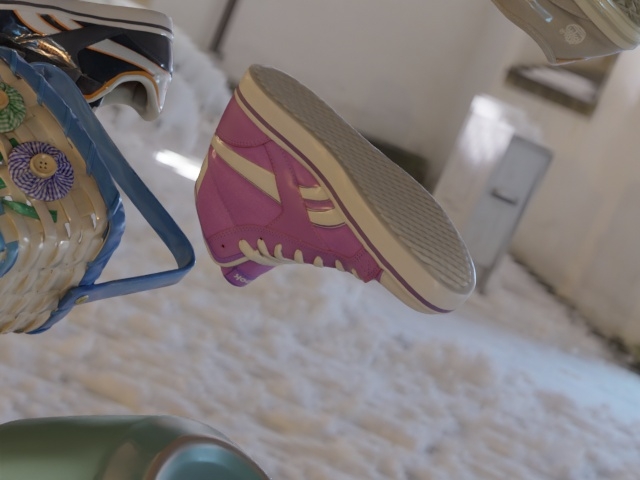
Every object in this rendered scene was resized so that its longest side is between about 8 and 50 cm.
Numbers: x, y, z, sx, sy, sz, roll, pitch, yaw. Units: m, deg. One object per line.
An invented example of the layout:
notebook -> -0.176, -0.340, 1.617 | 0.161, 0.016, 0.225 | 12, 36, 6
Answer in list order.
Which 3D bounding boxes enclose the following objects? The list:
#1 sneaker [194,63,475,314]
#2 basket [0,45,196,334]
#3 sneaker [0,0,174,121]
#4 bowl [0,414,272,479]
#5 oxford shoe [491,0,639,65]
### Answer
sneaker -> 0.001, 0.000, 1.242 | 0.102, 0.161, 0.282 | 7, 32, -48
basket -> -0.263, -0.041, 1.358 | 0.255, 0.201, 0.289 | 51, 29, 11
sneaker -> -0.310, -0.201, 1.701 | 0.321, 0.127, 0.126 | 3, -12, -27
bowl -> -0.125, 0.252, 1.122 | 0.311, 0.163, 0.311 | 34, 42, -38
oxford shoe -> 0.177, -0.363, 1.652 | 0.449, 0.130, 0.169 | 50, 35, -8
